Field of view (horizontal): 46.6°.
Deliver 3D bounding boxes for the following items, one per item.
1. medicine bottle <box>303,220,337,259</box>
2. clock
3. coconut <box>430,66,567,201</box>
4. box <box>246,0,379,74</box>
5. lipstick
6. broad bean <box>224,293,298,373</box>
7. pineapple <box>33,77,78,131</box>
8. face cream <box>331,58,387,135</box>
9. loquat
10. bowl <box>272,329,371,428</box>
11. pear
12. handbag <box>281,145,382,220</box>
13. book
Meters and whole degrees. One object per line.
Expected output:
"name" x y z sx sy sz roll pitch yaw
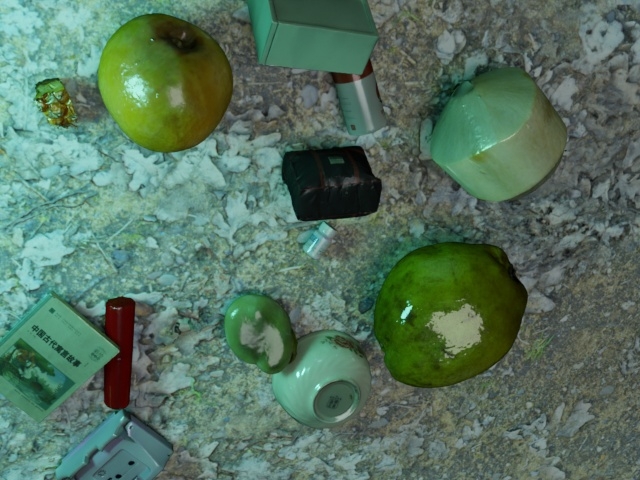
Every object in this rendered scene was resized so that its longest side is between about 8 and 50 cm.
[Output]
"medicine bottle" 0.000 0.000 1.850 0.052 0.052 0.089 32 98 -27
"clock" -0.520 0.564 1.891 0.253 0.083 0.186 -43 119 2
"coconut" 0.415 -0.253 1.760 0.322 0.323 0.323 -7 114 -16
"box" -0.023 -0.463 1.539 0.225 0.225 0.117 2 144 -20
"lipstick" -0.487 0.273 1.788 0.073 0.073 0.280 0 110 -19
"broad bean" -0.145 0.236 1.877 0.228 0.100 0.169 41 88 -27
"pineapple" -0.547 -0.283 1.526 0.069 0.137 0.116 -22 75 -13
"face cream" 0.081 -0.357 1.703 0.095 0.096 0.214 -23 117 -9
"loquat" -0.310 -0.311 1.508 0.274 0.275 0.275 -7 114 -16
"bowl" 0.020 0.390 1.975 0.277 0.145 0.277 -7 112 -18
"pear" 0.318 0.182 1.885 0.413 0.352 0.352 -33 118 -6
"handbag" 0.022 -0.139 1.734 0.215 0.169 0.155 -6 128 -18
"book" -0.639 0.276 1.727 0.282 0.025 0.215 -43 107 10
